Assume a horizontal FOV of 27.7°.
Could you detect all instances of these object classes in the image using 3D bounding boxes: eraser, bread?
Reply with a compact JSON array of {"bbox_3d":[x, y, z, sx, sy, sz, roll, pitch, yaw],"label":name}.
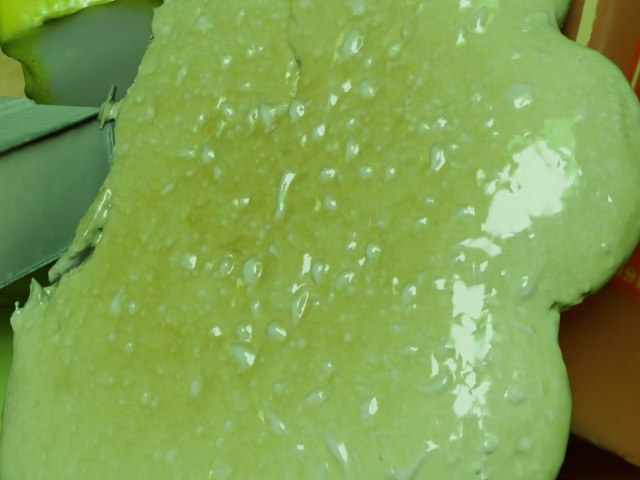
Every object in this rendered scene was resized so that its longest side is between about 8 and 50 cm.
[{"bbox_3d":[-0.106,-0.133,0.571,0.069,0.158,0.226,-20,60,0],"label":"eraser"},{"bbox_3d":[-0.195,-0.024,0.484,0.225,0.052,0.095,6,20,25],"label":"eraser"},{"bbox_3d":[0.000,0.000,0.387,0.181,0.039,0.251,19,84,34],"label":"bread"}]

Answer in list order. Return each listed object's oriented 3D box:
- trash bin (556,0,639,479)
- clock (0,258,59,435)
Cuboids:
[{"bbox_3d":[0.084,-0.035,0.482,0.184,0.161,0.239,-4,63,58],"label":"trash bin"},{"bbox_3d":[-0.164,0.076,0.501,0.202,0.096,0.143,2,64,11],"label":"clock"}]
